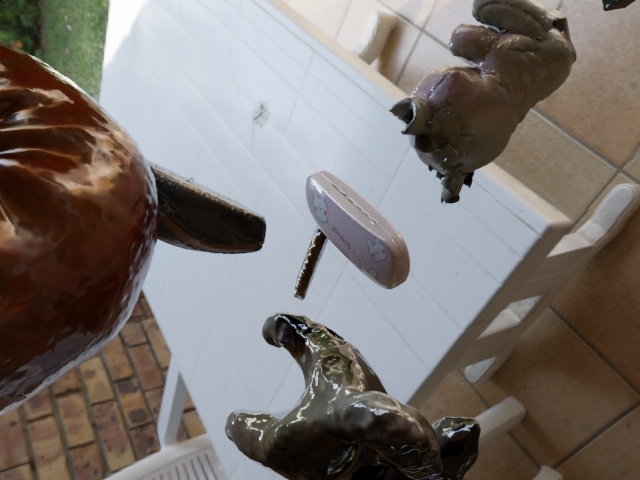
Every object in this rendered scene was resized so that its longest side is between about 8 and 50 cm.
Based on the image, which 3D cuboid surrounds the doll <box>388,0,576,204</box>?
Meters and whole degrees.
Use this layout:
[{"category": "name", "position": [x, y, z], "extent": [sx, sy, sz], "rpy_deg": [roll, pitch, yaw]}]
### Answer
[{"category": "doll", "position": [0.156, -0.134, 0.471], "extent": [0.192, 0.149, 0.095], "rpy_deg": [-48, 53, 10]}]

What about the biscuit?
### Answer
[{"category": "biscuit", "position": [0.000, 0.000, 1.240], "extent": [0.040, 0.318, 0.318], "rpy_deg": [22, 119, 3]}]

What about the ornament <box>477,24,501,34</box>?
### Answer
[{"category": "ornament", "position": [0.307, -0.366, 0.882], "extent": [0.068, 0.092, 0.041], "rpy_deg": [-15, 98, 20]}]

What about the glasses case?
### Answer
[{"category": "glasses case", "position": [0.060, -0.027, 0.909], "extent": [0.297, 0.075, 0.113], "rpy_deg": [46, 150, 40]}]

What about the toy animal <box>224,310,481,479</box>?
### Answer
[{"category": "toy animal", "position": [0.068, 0.259, 0.573], "extent": [0.344, 0.194, 0.302], "rpy_deg": [47, 152, -24]}]

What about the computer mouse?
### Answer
[{"category": "computer mouse", "position": [-0.233, -0.048, 0.868], "extent": [0.183, 0.323, 0.116], "rpy_deg": [37, 99, 43]}]

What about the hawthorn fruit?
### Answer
[{"category": "hawthorn fruit", "position": [-0.383, 0.014, 0.512], "extent": [0.402, 0.402, 0.403], "rpy_deg": [9, 102, 50]}]

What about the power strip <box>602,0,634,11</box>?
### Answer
[{"category": "power strip", "position": [0.344, -0.286, 0.524], "extent": [0.111, 0.029, 0.038], "rpy_deg": [-153, 54, -87]}]
